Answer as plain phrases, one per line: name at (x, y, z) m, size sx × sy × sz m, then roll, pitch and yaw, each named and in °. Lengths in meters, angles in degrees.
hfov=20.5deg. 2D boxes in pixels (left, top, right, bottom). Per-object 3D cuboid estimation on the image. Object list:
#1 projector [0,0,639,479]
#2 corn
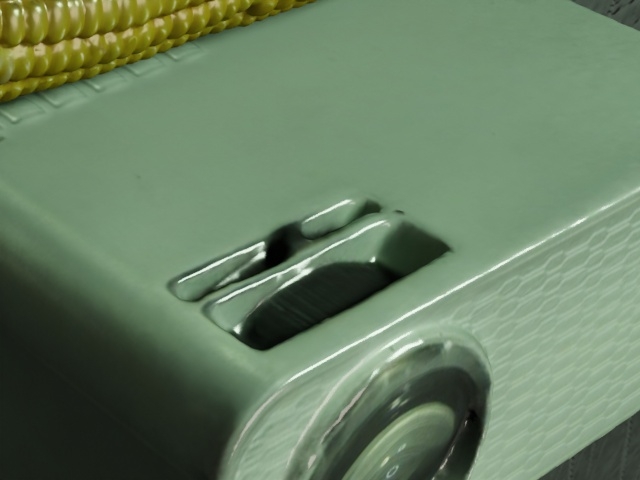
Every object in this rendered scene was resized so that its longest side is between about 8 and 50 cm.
projector at (0.000, 0.000, 0.572) m, size 0.250 × 0.198 × 0.108 m, roll -27°, pitch 132°, yaw -36°
corn at (-0.064, -0.093, 0.541) m, size 0.231 × 0.080 × 0.080 m, roll -23°, pitch 131°, yaw -32°
